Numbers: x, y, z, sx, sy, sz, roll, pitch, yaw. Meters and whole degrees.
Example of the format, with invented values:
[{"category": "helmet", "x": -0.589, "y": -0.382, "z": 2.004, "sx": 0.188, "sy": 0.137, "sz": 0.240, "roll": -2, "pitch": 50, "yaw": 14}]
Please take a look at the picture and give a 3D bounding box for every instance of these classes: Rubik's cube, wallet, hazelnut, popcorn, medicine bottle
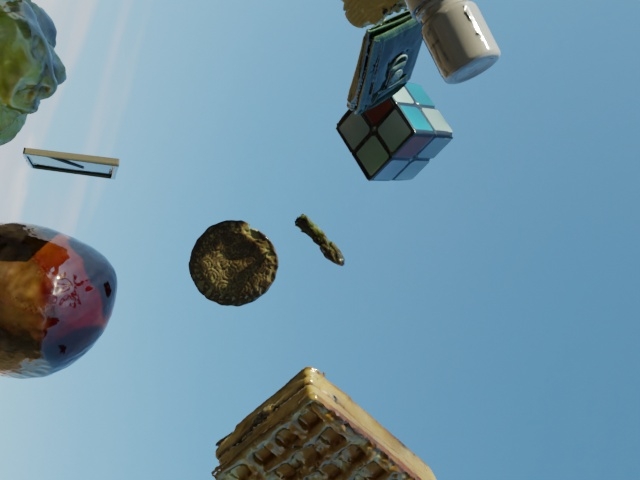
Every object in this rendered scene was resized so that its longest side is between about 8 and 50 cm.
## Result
[{"category": "Rubik's cube", "x": 0.175, "y": -0.261, "z": 1.947, "sx": 0.180, "sy": 0.167, "sz": 0.183, "roll": -44, "pitch": -115, "yaw": 36}, {"category": "wallet", "x": 0.138, "y": -0.360, "z": 1.646, "sx": 0.055, "sy": 0.160, "sz": 0.236, "roll": 51, "pitch": -24, "yaw": 17}, {"category": "hazelnut", "x": -0.679, "y": 0.128, "z": 1.900, "sx": 0.421, "sy": 0.421, "sz": 0.353, "roll": 10, "pitch": -73, "yaw": 61}, {"category": "popcorn", "x": -0.568, "y": -0.274, "z": 1.310, "sx": 0.312, "sy": 0.312, "sz": 0.312, "roll": -30, "pitch": -126, "yaw": 53}, {"category": "medicine bottle", "x": 0.216, "y": -0.351, "z": 1.345, "sx": 0.105, "sy": 0.105, "sz": 0.168, "roll": -34, "pitch": -102, "yaw": 51}]

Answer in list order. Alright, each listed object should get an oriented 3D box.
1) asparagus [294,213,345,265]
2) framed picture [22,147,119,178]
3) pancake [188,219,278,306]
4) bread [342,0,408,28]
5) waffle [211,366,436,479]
[{"category": "asparagus", "x": 0.000, "y": 0.000, "z": 1.673, "sx": 0.165, "sy": 0.036, "sz": 0.030, "roll": 48, "pitch": -18, "yaw": 37}, {"category": "framed picture", "x": -0.536, "y": -0.164, "z": 1.776, "sx": 0.265, "sy": 0.192, "sz": 0.018, "roll": 175, "pitch": -79, "yaw": -74}, {"category": "pancake", "x": -0.188, "y": 0.049, "z": 1.770, "sx": 0.021, "sy": 0.199, "sz": 0.199, "roll": -27, "pitch": 132, "yaw": -81}, {"category": "bread", "x": 0.121, "y": -0.546, "z": 1.693, "sx": 0.251, "sy": 0.039, "sz": 0.182, "roll": -8, "pitch": -68, "yaw": 50}, {"category": "waffle", "x": 0.015, "y": 0.351, "z": 1.232, "sx": 0.213, "sy": 0.308, "sz": 0.091, "roll": -41, "pitch": -158, "yaw": 15}]
